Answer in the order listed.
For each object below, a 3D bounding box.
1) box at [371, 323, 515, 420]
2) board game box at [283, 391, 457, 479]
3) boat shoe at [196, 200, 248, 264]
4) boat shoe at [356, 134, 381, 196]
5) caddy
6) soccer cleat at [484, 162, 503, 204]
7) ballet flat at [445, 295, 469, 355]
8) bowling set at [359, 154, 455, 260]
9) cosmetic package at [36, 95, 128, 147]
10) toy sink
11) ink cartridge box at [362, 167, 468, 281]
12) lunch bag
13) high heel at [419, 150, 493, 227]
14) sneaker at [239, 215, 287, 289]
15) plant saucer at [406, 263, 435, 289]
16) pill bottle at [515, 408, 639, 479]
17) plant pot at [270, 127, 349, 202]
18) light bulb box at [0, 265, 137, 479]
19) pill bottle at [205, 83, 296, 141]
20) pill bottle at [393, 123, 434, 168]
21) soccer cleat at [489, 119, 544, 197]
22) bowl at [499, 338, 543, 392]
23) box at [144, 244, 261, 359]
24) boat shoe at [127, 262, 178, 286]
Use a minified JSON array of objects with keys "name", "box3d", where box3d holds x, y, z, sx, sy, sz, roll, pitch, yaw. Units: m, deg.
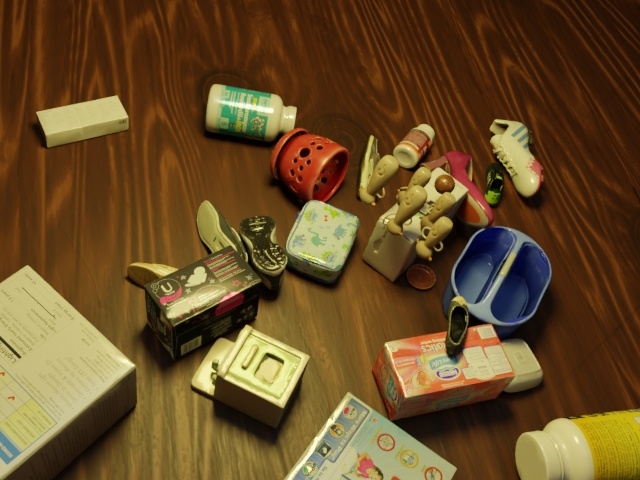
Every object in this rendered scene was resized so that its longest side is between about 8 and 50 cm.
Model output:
[{"name":"box","box3d":[0.300,0.325,1.795,0.300,0.142,0.154,-8,55,-19]},{"name":"board game box","box3d":[0.097,0.548,1.618,0.302,0.086,0.308,34,54,13]},{"name":"boat shoe","box3d":[-0.269,-0.015,1.979,0.079,0.084,0.233,13,34,-48]},{"name":"boat shoe","box3d":[0.157,-0.220,2.220,0.073,0.080,0.223,16,57,-8]},{"name":"caddy","box3d":[0.480,0.110,1.976,0.241,0.179,0.341,30,53,11]},{"name":"soccer cleat","box3d":[0.550,-0.187,2.282,0.060,0.072,0.178,17,52,0]},{"name":"ballet flat","box3d":[0.337,0.203,1.774,0.058,0.049,0.173,16,49,0]},{"name":"bowling set","box3d":[0.260,-0.084,1.863,0.200,0.154,0.287,-11,55,-42]},{"name":"cosmetic package","box3d":[-0.693,-0.348,2.130,0.239,0.060,0.099,-18,61,-24]},{"name":"toy sink","box3d":[-0.167,0.305,1.712,0.234,0.131,0.152,25,52,7]},{"name":"ink cartridge box","box3d":[0.262,-0.043,2.026,0.117,0.201,0.278,40,56,16]},{"name":"lunch bag","box3d":[0.000,0.000,2.006,0.176,0.090,0.219,21,52,2]},{"name":"high heel","box3d":[0.454,-0.167,2.156,0.181,0.127,0.377,-17,39,-14]},{"name":"sneaker","box3d":[-0.156,0.026,1.954,0.100,0.108,0.271,-9,39,-11]},{"name":"plant saucer","box3d":[0.280,0.103,2.040,0.084,0.013,0.083,6,52,-8]},{"name":"pill bottle","box3d":[0.641,0.504,1.709,0.334,0.188,0.187,-2,54,-15]},{"name":"plant pot","box3d":[-0.036,-0.219,2.108,0.174,0.191,0.191,33,53,22]},{"name":"light bulb box","box3d":[-0.642,0.313,1.540,0.358,0.225,0.361,38,56,15]},{"name":"pill bottle","box3d":[-0.210,-0.382,2.211,0.264,0.146,0.146,8,52,-6]},{"name":"pill bottle","box3d":[0.300,-0.301,2.303,0.086,0.086,0.152,32,54,12]},{"name":"soccer cleat","box3d":[0.611,-0.264,2.328,0.143,0.116,0.331,15,44,-12]},{"name":"bowl","box3d":[0.505,0.316,1.892,0.142,0.053,0.142,-5,53,-28]},{"name":"box","box3d":[-0.288,0.149,1.783,0.247,0.163,0.142,-26,60,-28]},{"name":"boat shoe","box3d":[-0.409,0.091,1.871,0.170,0.063,0.059,18,29,2]}]
